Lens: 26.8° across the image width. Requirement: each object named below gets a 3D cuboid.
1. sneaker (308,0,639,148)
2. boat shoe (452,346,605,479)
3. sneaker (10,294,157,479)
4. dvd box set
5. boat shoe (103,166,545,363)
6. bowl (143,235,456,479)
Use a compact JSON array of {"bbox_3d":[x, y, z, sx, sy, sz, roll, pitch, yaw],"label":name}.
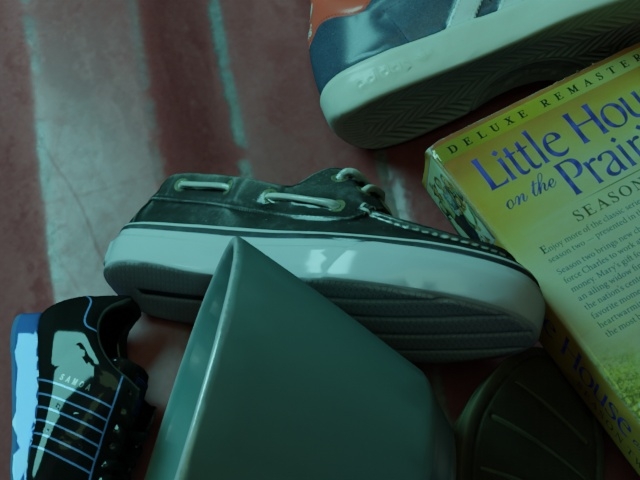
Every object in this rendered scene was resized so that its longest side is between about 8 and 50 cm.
[{"bbox_3d":[0.154,-0.197,1.032,0.350,0.131,0.148,-17,68,-1],"label":"sneaker"},{"bbox_3d":[0.097,0.199,0.850,0.110,0.104,0.307,35,45,-8],"label":"boat shoe"},{"bbox_3d":[-0.160,0.141,0.932,0.090,0.081,0.232,-15,62,7],"label":"sneaker"},{"bbox_3d":[0.308,0.037,0.913,0.307,0.062,0.420,-27,63,-17],"label":"dvd box set"},{"bbox_3d":[0.000,0.000,0.934,0.335,0.121,0.119,8,61,26],"label":"boat shoe"},{"bbox_3d":[-0.024,0.168,0.807,0.163,0.311,0.312,17,66,-6],"label":"bowl"}]
